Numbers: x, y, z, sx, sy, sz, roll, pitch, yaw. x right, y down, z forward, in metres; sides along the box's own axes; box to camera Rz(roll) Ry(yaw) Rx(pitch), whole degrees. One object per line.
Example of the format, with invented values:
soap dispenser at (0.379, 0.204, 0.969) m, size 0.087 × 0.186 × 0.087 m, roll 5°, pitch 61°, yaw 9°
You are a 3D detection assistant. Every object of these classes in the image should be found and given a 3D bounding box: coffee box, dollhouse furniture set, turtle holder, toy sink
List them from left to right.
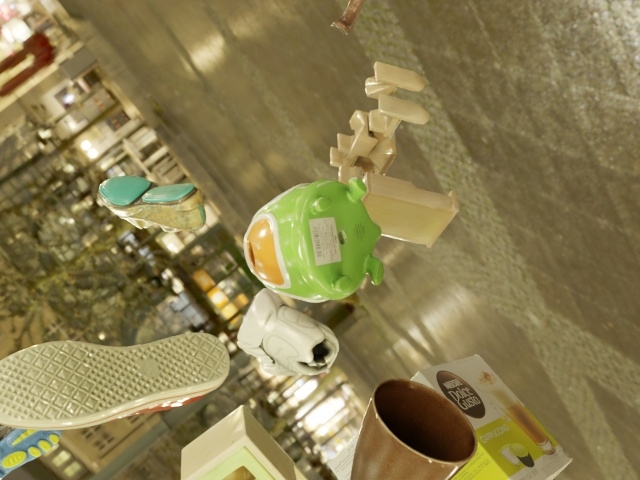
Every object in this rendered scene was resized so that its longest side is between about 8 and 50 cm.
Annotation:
toy sink at (-0.135, 0.465, 1.513) m, size 0.234 × 0.152 × 0.131 m, roll 53°, pitch -178°, yaw -18°
turtle holder at (-0.010, -0.012, 1.600) m, size 0.227 × 0.320 × 0.243 m, roll -10°, pitch 119°, yaw 35°
dollhouse furniture set at (0.209, -0.208, 2.174) m, size 0.362 × 0.256 × 0.394 m, roll 120°, pitch 156°, yaw -47°
coffee box at (0.296, 0.504, 1.809) m, size 0.334 × 0.338 × 0.337 m, roll 50°, pitch -156°, yaw 24°

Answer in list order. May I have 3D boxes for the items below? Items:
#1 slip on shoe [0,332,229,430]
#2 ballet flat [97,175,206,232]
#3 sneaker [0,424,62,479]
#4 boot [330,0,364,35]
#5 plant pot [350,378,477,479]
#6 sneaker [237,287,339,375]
slip on shoe at (-0.290, 0.199, 1.084) m, size 0.101 × 0.331 × 0.123 m, roll -56°, pitch 46°, yaw 50°
ballet flat at (-0.390, -0.076, 1.830) m, size 0.348 × 0.123 × 0.123 m, roll 8°, pitch 144°, yaw 41°
sneaker at (-0.439, 0.284, 1.052) m, size 0.078 × 0.188 × 0.067 m, roll -7°, pitch 105°, yaw 59°
boot at (0.061, -0.428, 1.423) m, size 0.037 × 0.114 × 0.106 m, roll 28°, pitch -165°, yaw -3°
plant pot at (0.149, 0.422, 1.507) m, size 0.215 × 0.230 × 0.215 m, roll 21°, pitch -155°, yaw -10°
sneaker at (-0.027, 0.159, 1.169) m, size 0.118 × 0.110 × 0.292 m, roll 21°, pitch 171°, yaw 17°
